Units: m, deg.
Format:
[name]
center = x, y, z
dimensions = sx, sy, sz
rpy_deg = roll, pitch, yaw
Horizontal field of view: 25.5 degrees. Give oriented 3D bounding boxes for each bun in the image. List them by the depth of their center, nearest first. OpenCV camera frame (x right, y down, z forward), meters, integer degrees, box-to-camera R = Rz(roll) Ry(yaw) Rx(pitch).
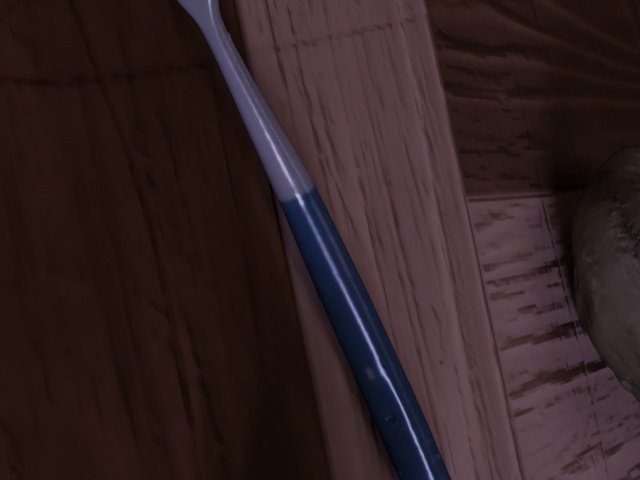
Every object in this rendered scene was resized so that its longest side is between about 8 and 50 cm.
[bun]
center = 0.198, 0.034, 0.746
dimensions = 0.183, 0.102, 0.183
rpy_deg = 25, 36, -20

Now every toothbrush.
[toothbrush]
center = 0.000, 0.000, 0.512
dimensions = 0.275, 0.019, 0.025
rpy_deg = 65, 24, -19
